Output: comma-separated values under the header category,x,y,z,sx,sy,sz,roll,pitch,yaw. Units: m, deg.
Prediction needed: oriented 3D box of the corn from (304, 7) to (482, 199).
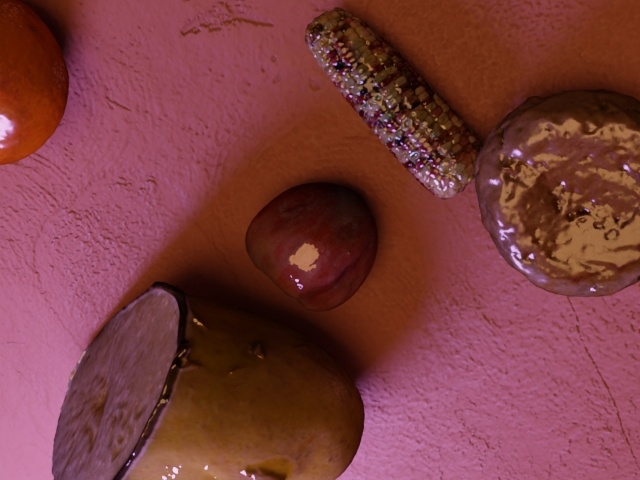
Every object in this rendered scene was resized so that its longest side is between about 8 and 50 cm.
category,x,y,z,sx,sy,sz,roll,pitch,yaw
corn,0.083,-0.156,1.091,0.253,0.086,0.086,46,115,-2

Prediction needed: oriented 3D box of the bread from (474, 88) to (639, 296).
category,x,y,z,sx,sy,sz,roll,pitch,yaw
bread,0.283,-0.057,1.049,0.229,0.123,0.230,5,109,13

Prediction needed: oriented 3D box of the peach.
category,x,y,z,sx,sy,sz,roll,pitch,yaw
peach,0.000,0.000,1.156,0.152,0.152,0.152,5,111,14

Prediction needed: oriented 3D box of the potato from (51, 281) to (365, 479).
category,x,y,z,sx,sy,sz,roll,pitch,yaw
potato,-0.137,0.238,1.231,0.296,0.290,0.397,24,139,-24

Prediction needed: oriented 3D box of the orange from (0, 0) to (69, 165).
category,x,y,z,sx,sy,sz,roll,pitch,yaw
orange,-0.408,-0.199,1.170,0.224,0.170,0.224,15,135,16
